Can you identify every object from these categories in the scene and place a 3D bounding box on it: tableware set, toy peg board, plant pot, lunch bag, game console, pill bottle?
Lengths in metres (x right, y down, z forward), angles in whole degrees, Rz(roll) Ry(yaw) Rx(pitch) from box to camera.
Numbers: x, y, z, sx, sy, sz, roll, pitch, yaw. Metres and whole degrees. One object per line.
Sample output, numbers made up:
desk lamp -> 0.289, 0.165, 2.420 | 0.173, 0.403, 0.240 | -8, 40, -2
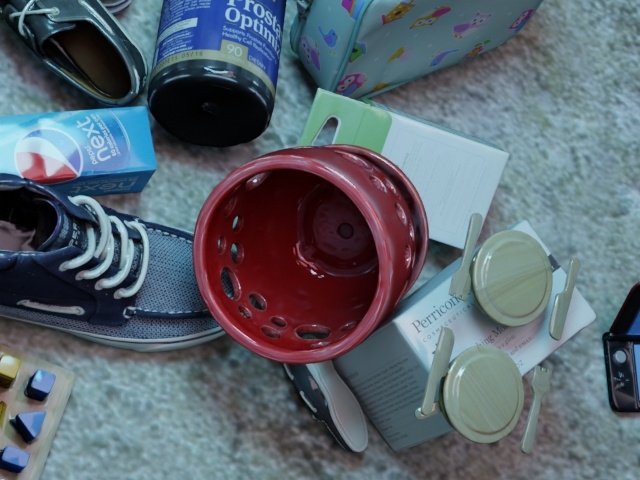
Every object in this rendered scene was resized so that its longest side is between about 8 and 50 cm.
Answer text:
tableware set -> 0.150, 0.085, 1.397 | 0.128, 0.039, 0.194 | 24, 75, -26
toy peg board -> -0.312, 0.158, 1.386 | 0.160, 0.079, 0.161 | 22, 68, -12
plant pot -> 0.000, 0.000, 1.445 | 0.191, 0.191, 0.174 | 52, 24, 1
lunch bag -> 0.103, -0.250, 1.582 | 0.279, 0.224, 0.108 | -21, 70, -26
game console -> 0.378, 0.113, 1.643 | 0.144, 0.085, 0.124 | 3, 73, -19
pill bottle -> -0.097, -0.211, 1.540 | 0.123, 0.123, 0.219 | 15, 57, -15

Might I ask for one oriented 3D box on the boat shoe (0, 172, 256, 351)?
boat shoe -> -0.206, 0.020, 1.421 | 0.340, 0.158, 0.127 | 5, 73, -18

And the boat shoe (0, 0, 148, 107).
boat shoe -> -0.257, -0.217, 1.487 | 0.084, 0.079, 0.233 | -41, 106, 18

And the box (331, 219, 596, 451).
box -> 0.132, 0.094, 1.507 | 0.181, 0.182, 0.119 | -36, 89, -25

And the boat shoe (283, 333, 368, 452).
boat shoe -> 0.003, 0.153, 1.523 | 0.125, 0.038, 0.046 | 59, 33, 0

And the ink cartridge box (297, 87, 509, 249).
ink cartridge box -> 0.072, -0.074, 1.579 | 0.209, 0.062, 0.109 | 18, 100, -14

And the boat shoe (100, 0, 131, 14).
boat shoe -> -0.231, -0.376, 1.566 | 0.109, 0.094, 0.302 | -12, 79, -22

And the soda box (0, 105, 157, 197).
soda box -> -0.266, -0.078, 1.476 | 0.210, 0.071, 0.067 | -7, 76, -22
